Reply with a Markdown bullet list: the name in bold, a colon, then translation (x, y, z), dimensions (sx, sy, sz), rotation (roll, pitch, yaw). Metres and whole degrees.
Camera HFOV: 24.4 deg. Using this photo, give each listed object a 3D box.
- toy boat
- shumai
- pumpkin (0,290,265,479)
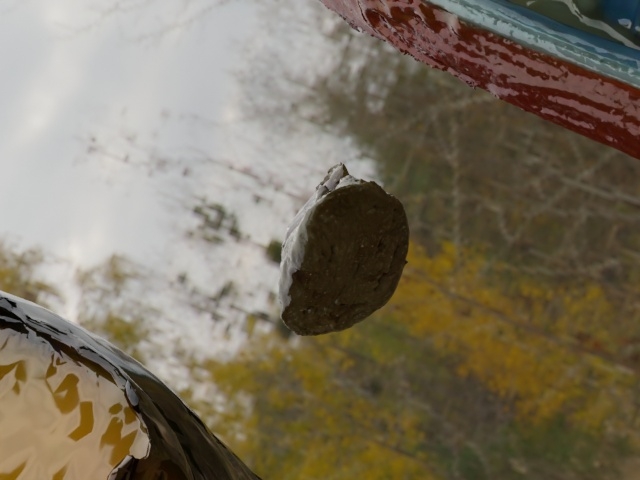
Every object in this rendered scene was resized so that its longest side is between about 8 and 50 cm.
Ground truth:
- **toy boat**: translation (0.074, -0.162, 0.652), dimensions (0.145, 0.332, 0.133), rotation (-38, -34, -32)
- **shumai**: translation (0.005, 0.011, 1.184), dimensions (0.123, 0.105, 0.139), rotation (-24, -66, -27)
- **pumpkin**: translation (-0.140, 0.163, 0.456), dimensions (0.256, 0.303, 0.225), rotation (-101, -12, -46)
